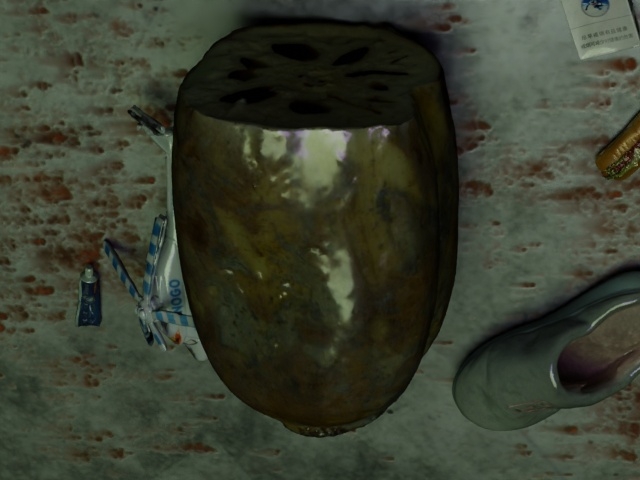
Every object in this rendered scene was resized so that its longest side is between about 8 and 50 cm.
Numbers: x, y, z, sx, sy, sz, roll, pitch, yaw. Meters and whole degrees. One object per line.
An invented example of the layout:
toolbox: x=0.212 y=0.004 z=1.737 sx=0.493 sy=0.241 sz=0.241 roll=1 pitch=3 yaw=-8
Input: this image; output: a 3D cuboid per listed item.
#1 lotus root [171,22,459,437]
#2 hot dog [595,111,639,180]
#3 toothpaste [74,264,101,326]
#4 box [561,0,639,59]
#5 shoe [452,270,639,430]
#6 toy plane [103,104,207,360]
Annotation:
lotus root: x=0.000 y=0.000 z=1.365 sx=0.250 sy=0.250 sz=0.346 roll=1 pitch=119 yaw=12
hot dog: x=0.271 y=-0.081 z=1.379 sx=0.037 sy=0.021 sz=0.083 roll=31 pitch=125 yaw=-8
toothpaste: x=-0.234 y=0.058 z=1.597 sx=0.027 sy=0.019 sz=0.083 roll=1 pitch=131 yaw=-9
box: x=0.228 y=-0.194 z=1.306 sx=0.054 sy=0.024 sz=0.083 roll=-10 pitch=123 yaw=22
shoe: x=0.229 y=0.121 z=1.487 sx=0.251 sy=0.100 sz=0.103 roll=-36 pitch=111 yaw=29
toy plane: x=-0.134 y=-0.004 z=1.503 sx=0.182 sy=0.107 sz=0.273 roll=15 pitch=119 yaw=57
